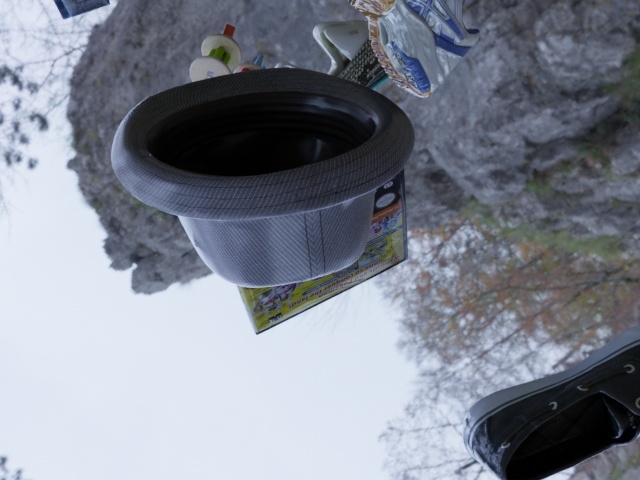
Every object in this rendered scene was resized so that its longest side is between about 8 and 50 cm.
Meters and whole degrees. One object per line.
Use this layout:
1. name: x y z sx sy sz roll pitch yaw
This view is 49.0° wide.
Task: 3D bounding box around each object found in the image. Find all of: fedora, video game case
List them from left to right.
1. fedora: -0.045 -0.049 0.608 0.244 0.124 0.275 -20 -148 -22
2. video game case: 0.000 0.000 1.016 0.035 0.275 0.248 54 164 38

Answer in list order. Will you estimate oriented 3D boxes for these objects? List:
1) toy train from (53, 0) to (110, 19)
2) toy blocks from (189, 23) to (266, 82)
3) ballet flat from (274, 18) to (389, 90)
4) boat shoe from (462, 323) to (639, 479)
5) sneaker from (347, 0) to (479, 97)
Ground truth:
1. toy train: -0.262 -0.348 0.880 0.080 0.184 0.105 75 173 -48
2. toy blocks: -0.110 -0.226 0.922 0.148 0.054 0.123 -77 -28 -44
3. ballet flat: 0.007 -0.277 1.281 0.182 0.483 0.164 41 -175 -16
4. boat shoe: 0.141 0.082 0.346 0.040 0.142 0.049 -124 13 -69
5. sneaker: 0.101 -0.311 0.832 0.112 0.131 0.296 44 175 38
